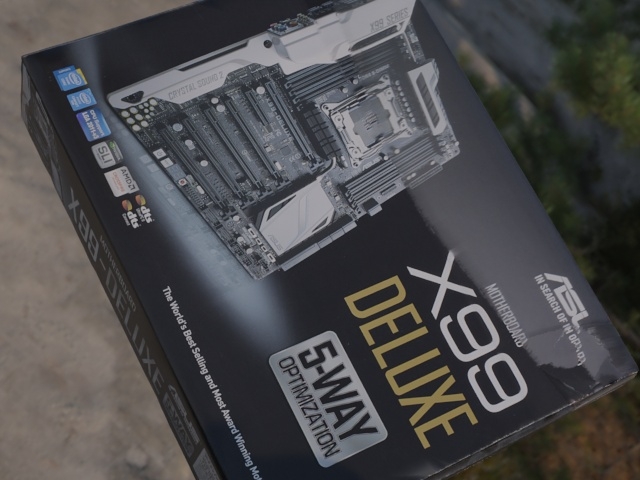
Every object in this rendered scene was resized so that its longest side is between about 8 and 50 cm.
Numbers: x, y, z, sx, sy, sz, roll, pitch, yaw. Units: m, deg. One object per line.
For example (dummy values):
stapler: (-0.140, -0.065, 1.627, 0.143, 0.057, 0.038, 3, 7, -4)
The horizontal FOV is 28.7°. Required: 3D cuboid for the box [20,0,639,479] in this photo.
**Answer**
box: (0.000, 0.000, 0.721, 0.243, 0.076, 0.307, -22, 74, -21)
